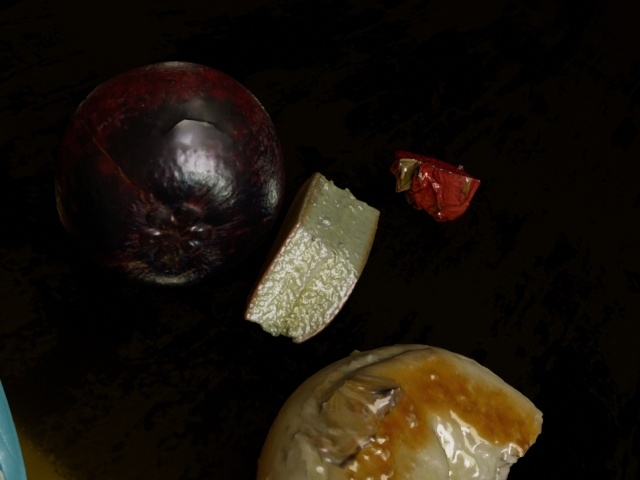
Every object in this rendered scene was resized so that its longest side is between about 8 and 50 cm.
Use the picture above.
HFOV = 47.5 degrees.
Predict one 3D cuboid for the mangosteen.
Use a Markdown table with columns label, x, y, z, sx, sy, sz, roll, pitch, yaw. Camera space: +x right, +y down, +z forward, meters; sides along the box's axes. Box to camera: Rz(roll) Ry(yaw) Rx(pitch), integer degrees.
| label | x | y | z | sx | sy | sz | roll | pitch | yaw |
| --- | --- | --- | --- | --- | --- | --- | --- | --- | --- |
| mangosteen | -0.137 | -0.071 | 0.692 | 0.216 | 0.216 | 0.216 | 19 | 42 | -18 |

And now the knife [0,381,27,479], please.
| label | x | y | z | sx | sy | sz | roll | pitch | yaw |
| --- | --- | --- | --- | --- | --- | --- | --- | --- | --- |
| knife | -0.269 | 0.128 | 0.547 | 0.064 | 0.031 | 0.222 | -8 | 56 | -35 |

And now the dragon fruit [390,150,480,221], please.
| label | x | y | z | sx | sy | sz | roll | pitch | yaw |
| --- | --- | --- | --- | --- | --- | --- | --- | --- | --- |
| dragon fruit | 0.144 | -0.075 | 1.002 | 0.106 | 0.083 | 0.162 | 16 | 17 | -8 |

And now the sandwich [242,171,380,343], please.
| label | x | y | z | sx | sy | sz | roll | pitch | yaw |
| --- | --- | --- | --- | --- | --- | --- | --- | --- | --- |
| sandwich | 0.000 | 0.000 | 0.818 | 0.094 | 0.096 | 0.258 | 32 | 42 | -12 |

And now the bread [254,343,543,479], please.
| label | x | y | z | sx | sy | sz | roll | pitch | yaw |
| --- | --- | --- | --- | --- | --- | --- | --- | --- | --- |
| bread | 0.039 | 0.200 | 0.583 | 0.192 | 0.171 | 0.314 | 36 | 39 | 4 |
